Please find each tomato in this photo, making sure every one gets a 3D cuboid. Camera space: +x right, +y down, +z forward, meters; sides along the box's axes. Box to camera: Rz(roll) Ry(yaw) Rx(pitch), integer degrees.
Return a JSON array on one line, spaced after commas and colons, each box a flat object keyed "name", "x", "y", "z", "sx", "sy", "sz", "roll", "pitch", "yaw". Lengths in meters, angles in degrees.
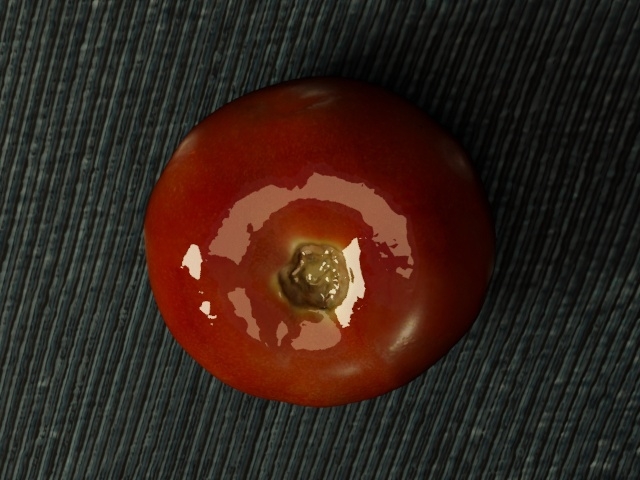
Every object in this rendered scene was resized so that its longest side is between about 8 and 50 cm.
[{"name": "tomato", "x": 0.000, "y": 0.000, "z": 0.872, "sx": 0.195, "sy": 0.136, "sz": 0.195, "roll": 2, "pitch": 108, "yaw": 6}]
